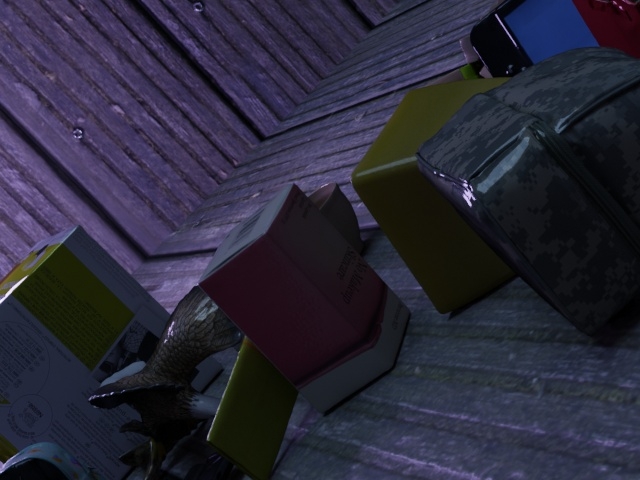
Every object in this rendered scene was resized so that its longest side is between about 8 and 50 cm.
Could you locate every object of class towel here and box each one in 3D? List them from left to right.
[{"bbox_3d":[-0.074,0.182,1.709,0.021,0.102,0.237,-27,32,41],"label":"towel"}]

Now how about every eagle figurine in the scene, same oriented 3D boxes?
[{"bbox_3d":[-0.216,0.202,1.940,0.225,0.298,0.226,-8,49,-9],"label":"eagle figurine"}]

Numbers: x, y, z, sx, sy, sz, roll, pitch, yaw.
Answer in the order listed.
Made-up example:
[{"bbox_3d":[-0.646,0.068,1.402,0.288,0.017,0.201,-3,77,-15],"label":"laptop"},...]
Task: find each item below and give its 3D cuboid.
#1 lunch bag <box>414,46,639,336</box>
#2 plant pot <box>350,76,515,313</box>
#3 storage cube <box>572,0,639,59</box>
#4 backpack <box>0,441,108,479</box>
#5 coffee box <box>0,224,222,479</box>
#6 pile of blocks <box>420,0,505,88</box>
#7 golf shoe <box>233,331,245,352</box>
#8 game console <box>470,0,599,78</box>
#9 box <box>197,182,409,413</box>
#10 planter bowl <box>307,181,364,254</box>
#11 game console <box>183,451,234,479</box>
[{"bbox_3d":[0.266,-0.078,1.343,0.256,0.212,0.305,-43,13,3],"label":"lunch bag"},{"bbox_3d":[0.198,-0.072,1.613,0.187,0.212,0.212,-19,25,38],"label":"plant pot"},{"bbox_3d":[0.408,-0.300,1.551,0.215,0.193,0.183,-43,42,0],"label":"storage cube"},{"bbox_3d":[-0.381,0.379,1.926,0.166,0.188,0.144,-42,12,11],"label":"backpack"},{"bbox_3d":[-0.436,0.219,2.293,0.334,0.338,0.338,-48,12,-19],"label":"coffee box"},{"bbox_3d":[0.305,-0.312,2.168,0.362,0.149,0.113,-56,-12,31],"label":"pile of blocks"},{"bbox_3d":[-0.075,0.143,1.943,0.140,0.115,0.306,-53,14,-24],"label":"golf shoe"},{"bbox_3d":[0.349,-0.277,1.881,0.293,0.250,0.173,-37,-13,26],"label":"game console"},{"bbox_3d":[-0.017,0.071,1.697,0.127,0.232,0.148,-37,14,27],"label":"box"},{"bbox_3d":[0.000,0.000,2.180,0.162,0.109,0.162,-40,13,11],"label":"planter bowl"},{"bbox_3d":[-0.175,0.374,1.638,0.213,0.044,0.361,-34,16,33],"label":"game console"}]
